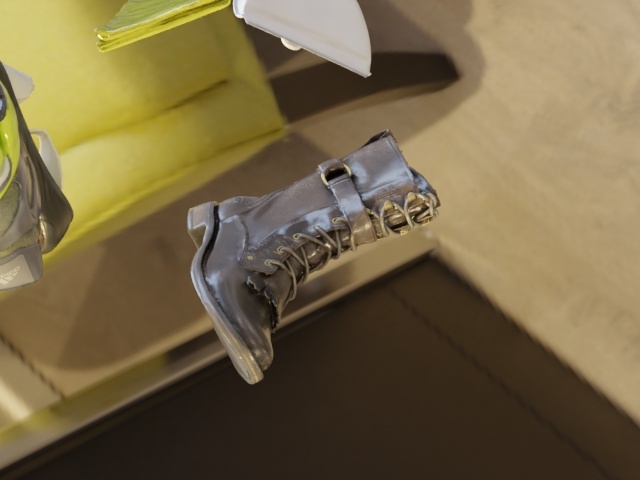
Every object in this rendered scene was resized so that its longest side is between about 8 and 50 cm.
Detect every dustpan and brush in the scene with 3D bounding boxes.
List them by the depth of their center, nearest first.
[{"bbox_3d":[-0.017,-0.251,1.582,0.147,0.211,0.060,22,142,-22],"label":"dustpan and brush"}]

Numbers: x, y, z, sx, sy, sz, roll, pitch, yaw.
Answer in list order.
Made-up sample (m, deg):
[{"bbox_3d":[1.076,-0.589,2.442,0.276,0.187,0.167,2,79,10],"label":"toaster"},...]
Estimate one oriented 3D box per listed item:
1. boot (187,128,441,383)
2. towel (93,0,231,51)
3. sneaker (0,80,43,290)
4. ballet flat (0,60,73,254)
[{"bbox_3d":[0.000,0.000,1.454,0.229,0.263,0.091,-20,129,3],"label":"boot"},{"bbox_3d":[-0.102,-0.188,1.189,0.102,0.237,0.021,-20,107,10],"label":"towel"},{"bbox_3d":[-0.242,-0.071,0.970,0.300,0.111,0.121,-122,12,-50],"label":"sneaker"},{"bbox_3d":[-0.344,-0.119,1.712,0.095,0.096,0.280,-7,110,39],"label":"ballet flat"}]
